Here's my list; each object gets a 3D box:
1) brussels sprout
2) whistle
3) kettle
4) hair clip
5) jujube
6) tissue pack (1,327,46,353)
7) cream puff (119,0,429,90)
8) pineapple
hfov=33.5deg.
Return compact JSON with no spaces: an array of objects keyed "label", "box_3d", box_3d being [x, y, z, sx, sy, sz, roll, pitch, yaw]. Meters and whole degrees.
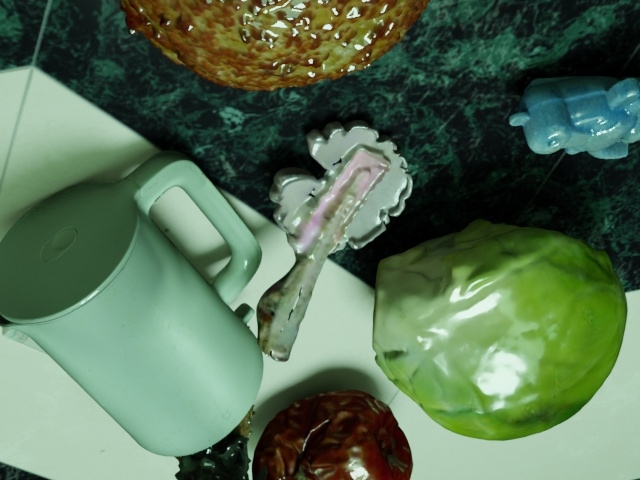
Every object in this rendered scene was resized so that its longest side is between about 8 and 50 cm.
[{"label":"brussels sprout","box_3d":[0.225,0.104,1.388,0.344,0.268,0.344,-1,116,-2]},{"label":"whistle","box_3d":[0.347,-0.150,1.265,0.269,0.093,0.180,-3,160,-15]},{"label":"kettle","box_3d":[-0.199,0.084,1.267,0.265,0.205,0.318,-23,135,11]},{"label":"hair clip","box_3d":[-0.005,-0.001,1.283,0.173,0.069,0.300,27,92,-38]},{"label":"jujube","box_3d":[0.016,0.331,1.588,0.232,0.213,0.213,-28,137,27]},{"label":"tissue pack","box_3d":[-0.355,0.122,1.386,0.056,0.023,0.108,-39,134,23]},{"label":"cream puff","box_3d":[-0.030,-0.266,0.931,0.350,0.228,0.350,-11,138,-10]},{"label":"pineapple","box_3d":[-0.129,0.302,1.395,0.165,0.364,0.165,-13,138,-12]}]
